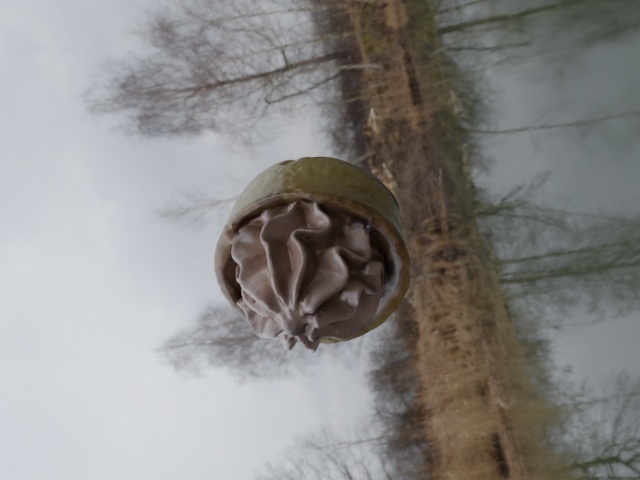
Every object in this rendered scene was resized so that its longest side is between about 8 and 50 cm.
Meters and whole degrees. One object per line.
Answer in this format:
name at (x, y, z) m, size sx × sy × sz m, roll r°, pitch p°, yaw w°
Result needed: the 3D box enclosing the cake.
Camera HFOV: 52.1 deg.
cake at (-0.001, 0.034, 0.648) m, size 0.207 × 0.185 × 0.178 m, roll 30°, pitch -149°, yaw -27°
